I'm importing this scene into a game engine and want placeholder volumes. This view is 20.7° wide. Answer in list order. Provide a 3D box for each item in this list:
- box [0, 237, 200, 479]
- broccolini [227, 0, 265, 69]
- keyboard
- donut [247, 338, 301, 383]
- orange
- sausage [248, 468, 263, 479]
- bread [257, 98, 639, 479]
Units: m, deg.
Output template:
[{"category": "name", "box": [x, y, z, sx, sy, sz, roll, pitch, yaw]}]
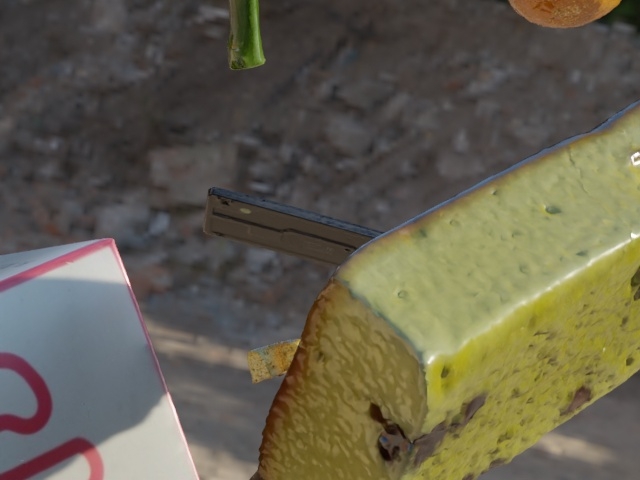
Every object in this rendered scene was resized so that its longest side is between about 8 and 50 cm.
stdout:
[{"category": "box", "box": [-0.249, 0.193, 0.964, 0.312, 0.300, 0.314, -24, 9, -35]}, {"category": "broccolini", "box": [-0.054, -0.196, 0.888, 0.051, 0.239, 0.054, 23, 42, 37]}, {"category": "keyboard", "box": [0.000, 0.000, 1.128, 0.155, 0.010, 0.053, 16, -33, 0]}, {"category": "donut", "box": [-0.042, 0.127, 1.876, 0.067, 0.038, 0.083, -16, -3, -8]}, {"category": "orange", "box": [0.228, -0.255, 1.574, 0.117, 0.136, 0.135, 13, 9, -9]}, {"category": "sausage", "box": [-0.007, 0.239, 1.670, 0.136, 0.501, 0.123, 12, 38, -40]}, {"category": "bread", "box": [0.133, 0.009, 0.817, 0.361, 0.138, 0.077, -28, 59, -37]}]
